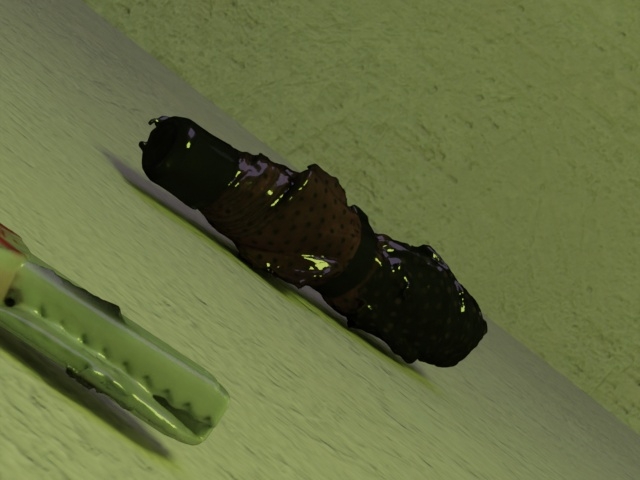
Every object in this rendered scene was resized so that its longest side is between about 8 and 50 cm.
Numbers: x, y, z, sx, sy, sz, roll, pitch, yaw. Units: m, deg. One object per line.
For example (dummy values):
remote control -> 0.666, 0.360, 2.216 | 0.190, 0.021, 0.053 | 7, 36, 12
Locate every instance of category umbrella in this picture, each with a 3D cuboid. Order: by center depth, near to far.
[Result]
umbrella -> 0.000, 0.000, 1.275 | 0.326, 0.094, 0.090 | 35, -9, -32

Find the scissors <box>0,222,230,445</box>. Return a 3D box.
scissors -> -0.139, 0.001, 0.635 | 0.242, 0.030, 0.118 | 33, 5, -3
